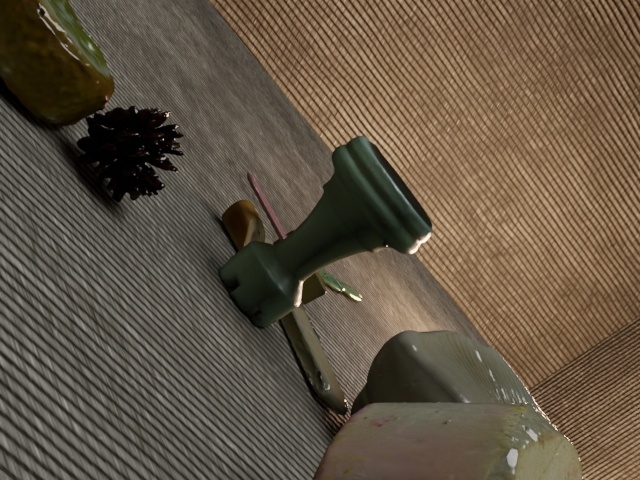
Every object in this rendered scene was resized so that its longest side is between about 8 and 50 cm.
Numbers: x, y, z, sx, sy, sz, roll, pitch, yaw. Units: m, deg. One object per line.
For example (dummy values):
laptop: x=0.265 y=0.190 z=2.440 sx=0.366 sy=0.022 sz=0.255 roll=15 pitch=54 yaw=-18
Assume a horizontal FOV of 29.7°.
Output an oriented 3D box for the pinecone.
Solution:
pinecone: x=-0.244 y=-0.112 z=1.548 sx=0.140 sy=0.140 sz=0.120 roll=10 pitch=68 yaw=-77

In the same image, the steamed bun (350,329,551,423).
steamed bun: x=0.189 y=0.296 z=1.895 sx=0.247 sy=0.236 sz=0.383 roll=53 pitch=17 yaw=27

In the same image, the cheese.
cheese: x=-0.047 y=0.120 z=1.985 sx=0.085 sy=0.034 sz=0.400 roll=41 pitch=15 yaw=-46

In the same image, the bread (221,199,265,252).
bread: x=-0.119 y=-0.015 z=2.002 sx=0.049 sy=0.062 sz=0.103 roll=16 pitch=38 yaw=-57

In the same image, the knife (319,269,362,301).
knife: x=0.035 y=0.094 z=2.523 sx=0.043 sy=0.020 sz=0.293 roll=61 pitch=12 yaw=27

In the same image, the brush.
brush: x=-0.068 y=-0.010 z=2.019 sx=0.233 sy=0.047 sz=0.103 roll=59 pitch=3 yaw=-15

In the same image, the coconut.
coconut: x=0.117 y=0.319 z=1.312 sx=0.297 sy=0.309 sz=0.297 roll=12 pitch=75 yaw=-53

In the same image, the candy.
candy: x=-0.361 y=-0.265 z=1.534 sx=0.260 sy=0.118 sz=0.260 roll=55 pitch=8 yaw=-11

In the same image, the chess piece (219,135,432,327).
chess piece: x=0.000 y=0.000 z=1.809 sx=0.194 sy=0.299 sz=0.194 roll=52 pitch=9 yaw=-12
